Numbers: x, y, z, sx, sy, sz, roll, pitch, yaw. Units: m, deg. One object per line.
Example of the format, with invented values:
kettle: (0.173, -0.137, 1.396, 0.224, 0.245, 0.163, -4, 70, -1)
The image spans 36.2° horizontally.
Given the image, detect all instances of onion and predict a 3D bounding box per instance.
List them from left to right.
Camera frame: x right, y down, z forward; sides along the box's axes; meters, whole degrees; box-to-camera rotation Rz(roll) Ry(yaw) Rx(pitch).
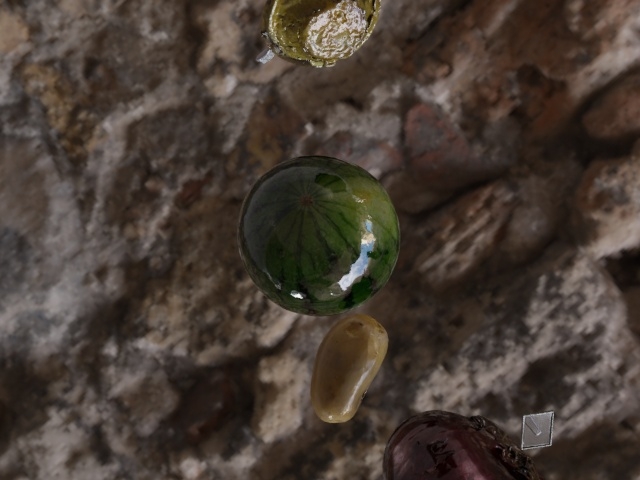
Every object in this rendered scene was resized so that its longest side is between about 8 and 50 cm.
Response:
onion: (0.200, 0.373, 1.347, 0.232, 0.314, 0.314, -41, 178, 1)

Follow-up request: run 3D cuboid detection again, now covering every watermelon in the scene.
watermelon: (0.000, 0.000, 1.143, 0.188, 0.188, 0.215, -41, 155, -10)

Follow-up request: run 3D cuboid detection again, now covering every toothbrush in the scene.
toothbrush: (-0.039, -0.421, 1.924, 0.257, 0.024, 0.018, -34, -132, 38)

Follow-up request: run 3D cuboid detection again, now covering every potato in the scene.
potato: (0.053, 0.262, 2.013, 0.150, 0.146, 0.234, 25, 93, -55)

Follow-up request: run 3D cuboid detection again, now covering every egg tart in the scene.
egg tart: (0.009, -0.412, 1.830, 0.241, 0.106, 0.241, -15, 139, -13)

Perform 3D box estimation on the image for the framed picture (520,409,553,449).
framed picture: (0.434, 0.380, 1.970, 0.066, 0.089, 0.007, -7, -151, -5)
